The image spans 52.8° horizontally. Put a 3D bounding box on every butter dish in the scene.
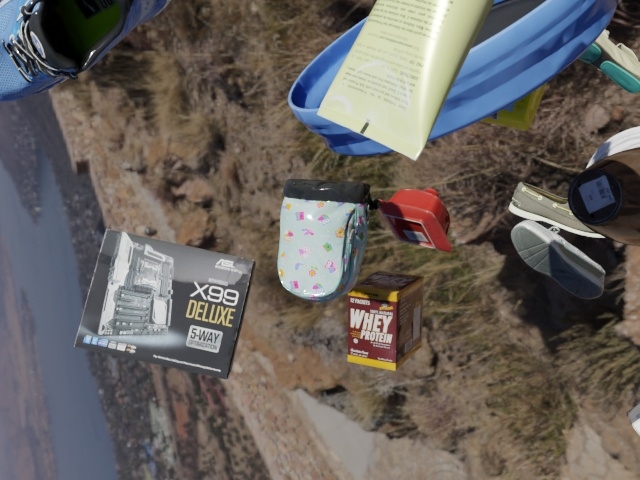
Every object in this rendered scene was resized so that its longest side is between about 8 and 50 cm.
[{"bbox_3d":[0.226,-0.065,1.442,0.160,0.118,0.160,15,153,39],"label":"butter dish"}]

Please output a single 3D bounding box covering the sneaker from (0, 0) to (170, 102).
[{"bbox_3d":[-0.342,-0.265,0.811,0.330,0.147,0.129,-23,117,26],"label":"sneaker"}]

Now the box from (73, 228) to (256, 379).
[{"bbox_3d":[-0.303,0.127,1.296,0.076,0.308,0.242,104,179,-81],"label":"box"}]

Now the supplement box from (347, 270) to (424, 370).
[{"bbox_3d":[0.165,0.193,1.616,0.129,0.191,0.194,6,103,28],"label":"supplement box"}]

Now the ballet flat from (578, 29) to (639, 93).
[{"bbox_3d":[0.657,-0.436,1.492,0.248,0.086,0.086,36,146,-5],"label":"ballet flat"}]

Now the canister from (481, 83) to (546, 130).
[{"bbox_3d":[0.270,-0.253,1.047,0.170,0.073,0.126,19,81,25],"label":"canister"}]

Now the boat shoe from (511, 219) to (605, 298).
[{"bbox_3d":[0.685,0.042,1.851,0.320,0.103,0.118,35,147,-6],"label":"boat shoe"}]

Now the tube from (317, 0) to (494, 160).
[{"bbox_3d":[0.082,-0.170,0.394,0.240,0.062,0.070,-62,8,5],"label":"tube"}]

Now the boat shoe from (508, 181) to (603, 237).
[{"bbox_3d":[0.710,-0.089,1.875,0.305,0.109,0.091,18,115,17],"label":"boat shoe"}]

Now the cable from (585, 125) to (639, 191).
[{"bbox_3d":[0.722,-0.126,1.426,0.257,0.089,0.257,34,115,35],"label":"cable"}]

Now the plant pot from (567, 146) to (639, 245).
[{"bbox_3d":[0.604,-0.088,1.293,0.215,0.230,0.215,3,94,49],"label":"plant pot"}]

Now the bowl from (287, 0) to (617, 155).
[{"bbox_3d":[0.146,-0.233,0.756,0.391,0.391,0.077,18,145,59],"label":"bowl"}]

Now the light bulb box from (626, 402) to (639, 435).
[{"bbox_3d":[0.706,0.270,1.013,0.361,0.358,0.225,-40,66,11],"label":"light bulb box"}]

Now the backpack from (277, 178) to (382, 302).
[{"bbox_3d":[0.000,0.000,0.968,0.152,0.115,0.182,6,95,26],"label":"backpack"}]
